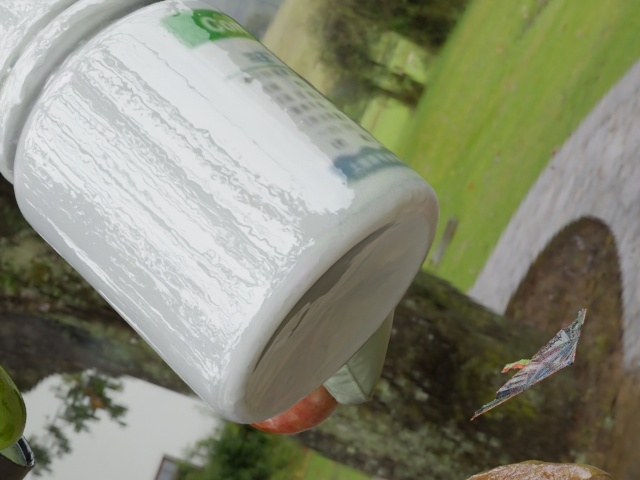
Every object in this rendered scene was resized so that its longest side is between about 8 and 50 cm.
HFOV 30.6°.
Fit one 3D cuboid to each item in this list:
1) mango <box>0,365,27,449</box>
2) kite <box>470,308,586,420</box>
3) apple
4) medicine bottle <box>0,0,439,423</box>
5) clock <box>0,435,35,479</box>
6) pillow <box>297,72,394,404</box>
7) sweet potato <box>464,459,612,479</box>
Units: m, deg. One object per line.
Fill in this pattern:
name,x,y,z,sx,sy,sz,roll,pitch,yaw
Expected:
mango,-0.359,0.151,1.179,0.117,0.163,0.089,-10,48,43
kite,0.241,0.138,1.295,0.190,0.010,0.159,-40,7,-14
apple,-0.059,0.177,1.722,0.164,0.209,0.209,55,-133,-52
medicine bottle,-0.072,-0.040,0.539,0.139,0.237,0.139,-40,-24,-22
clock,-0.445,0.243,1.519,0.040,0.184,0.184,-43,1,-3
pillow,0.000,0.000,1.291,0.322,0.119,0.255,62,-152,-43
sweet potato,0.253,0.325,1.468,0.251,0.097,0.097,-17,44,44
